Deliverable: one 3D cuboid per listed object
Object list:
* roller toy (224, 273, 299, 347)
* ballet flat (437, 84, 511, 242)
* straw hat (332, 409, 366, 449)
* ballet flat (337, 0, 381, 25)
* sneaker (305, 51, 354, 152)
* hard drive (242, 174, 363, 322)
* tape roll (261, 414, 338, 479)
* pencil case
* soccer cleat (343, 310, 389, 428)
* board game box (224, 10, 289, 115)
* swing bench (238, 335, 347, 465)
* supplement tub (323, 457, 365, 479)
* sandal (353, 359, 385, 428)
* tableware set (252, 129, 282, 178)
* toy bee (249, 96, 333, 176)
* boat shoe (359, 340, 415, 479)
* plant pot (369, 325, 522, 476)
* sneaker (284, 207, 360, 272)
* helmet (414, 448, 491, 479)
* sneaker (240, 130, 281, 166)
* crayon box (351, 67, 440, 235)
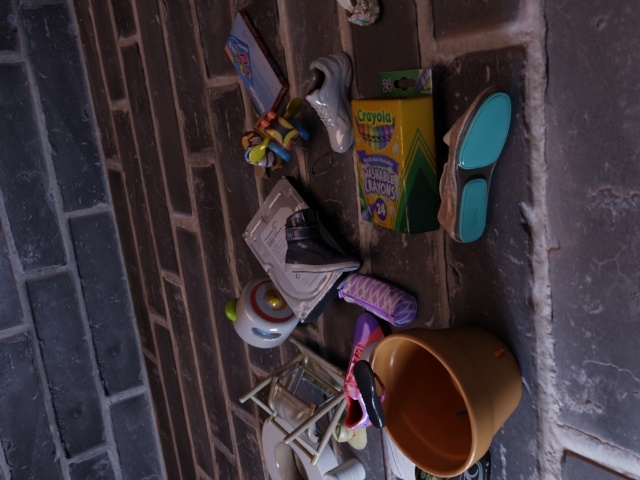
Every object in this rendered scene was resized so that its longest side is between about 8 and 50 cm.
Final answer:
[{"bbox_3d":[-0.155,0.207,1.858,0.191,0.209,0.146,49,140,16],"label":"roller toy"},{"bbox_3d":[0.271,-0.147,1.179,0.106,0.108,0.315,-129,38,-52],"label":"ballet flat"},{"bbox_3d":[0.067,0.542,1.792,0.144,0.061,0.144,26,124,47],"label":"straw hat"},{"bbox_3d":[0.050,-0.563,1.342,0.241,0.077,0.091,62,145,18],"label":"ballet flat"},{"bbox_3d":[0.014,-0.316,1.460,0.090,0.115,0.232,7,109,54],"label":"sneaker"},{"bbox_3d":[-0.060,0.019,1.685,0.237,0.064,0.339,-52,58,25],"label":"hard drive"},{"bbox_3d":[-0.065,0.750,2.062,0.392,0.072,0.391,27,124,49],"label":"tape roll"},{"bbox_3d":[0.136,0.139,1.501,0.206,0.088,0.086,19,120,50],"label":"pencil case"},{"bbox_3d":[0.111,0.335,1.591,0.109,0.116,0.318,23,122,50],"label":"soccer cleat"},{"bbox_3d":[-0.183,-0.488,1.755,0.281,0.027,0.145,61,143,18],"label":"board game box"},{"bbox_3d":[-0.048,0.449,1.794,0.253,0.254,0.165,24,159,50],"label":"swing bench"},{"bbox_3d":[0.068,0.682,1.806,0.071,0.107,0.071,28,125,48],"label":"supplement tub"},{"bbox_3d":[0.109,0.312,1.297,0.067,0.040,0.179,31,142,53],"label":"sandal"},{"bbox_3d":[-0.165,-0.266,1.829,0.141,0.020,0.168,-7,96,54],"label":"tableware set"},{"bbox_3d":[-0.096,-0.286,1.594,0.298,0.162,0.195,7,65,46],"label":"toy bee"},{"bbox_3d":[0.207,0.413,1.471,0.156,0.136,0.367,-4,103,56],"label":"boat shoe"},{"bbox_3d":[0.268,0.299,1.272,0.291,0.204,0.290,27,125,49],"label":"plant pot"},{"bbox_3d":[-0.002,0.000,1.541,0.226,0.086,0.163,0,88,39],"label":"sneaker"},{"bbox_3d":[0.286,0.503,1.358,0.169,0.169,0.161,25,123,49],"label":"helmet"},{"bbox_3d":[-0.190,-0.261,1.773,0.185,0.084,0.069,34,128,42],"label":"sneaker"},{"bbox_3d":[0.153,-0.188,1.313,0.203,0.083,0.322,-156,57,-63],"label":"crayon box"}]
